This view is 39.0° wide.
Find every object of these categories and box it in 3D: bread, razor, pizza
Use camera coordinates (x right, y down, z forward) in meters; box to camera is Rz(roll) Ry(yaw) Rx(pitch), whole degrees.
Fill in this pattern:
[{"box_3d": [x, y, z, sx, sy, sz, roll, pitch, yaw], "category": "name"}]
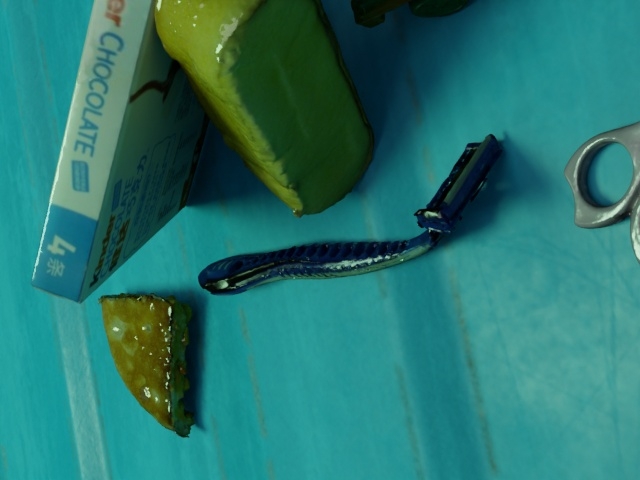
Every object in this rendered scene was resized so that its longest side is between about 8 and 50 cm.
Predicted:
[{"box_3d": [-0.032, -0.112, 0.637, 0.102, 0.245, 0.094, -43, 61, -5], "category": "bread"}, {"box_3d": [0.008, 0.009, 0.721, 0.324, 0.093, 0.056, -20, 114, 46], "category": "razor"}, {"box_3d": [-0.163, 0.099, 0.890, 0.178, 0.041, 0.131, 43, 123, 33], "category": "pizza"}]

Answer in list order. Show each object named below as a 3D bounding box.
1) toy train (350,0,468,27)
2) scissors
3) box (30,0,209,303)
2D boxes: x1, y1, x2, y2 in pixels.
[{"box_3d": [0.074, -0.211, 0.585, 0.227, 0.136, 0.091, -14, 83, 45], "category": "toy train"}, {"box_3d": [0.221, -0.084, 0.531, 0.110, 0.021, 0.212, 41, 119, 38], "category": "scissors"}, {"box_3d": [-0.129, -0.119, 0.715, 0.048, 0.265, 0.273, 20, 109, 1], "category": "box"}]
